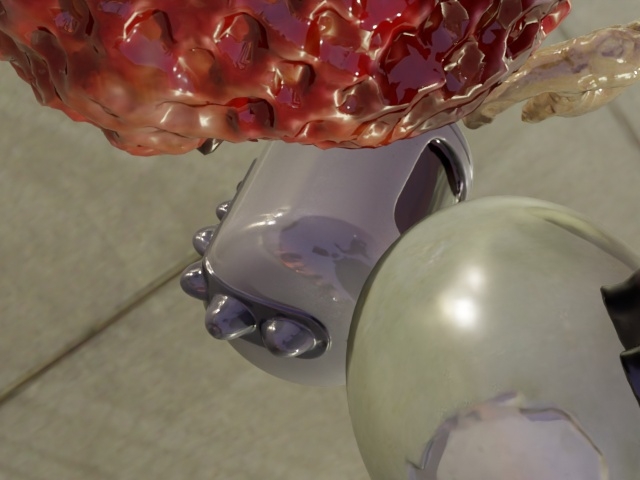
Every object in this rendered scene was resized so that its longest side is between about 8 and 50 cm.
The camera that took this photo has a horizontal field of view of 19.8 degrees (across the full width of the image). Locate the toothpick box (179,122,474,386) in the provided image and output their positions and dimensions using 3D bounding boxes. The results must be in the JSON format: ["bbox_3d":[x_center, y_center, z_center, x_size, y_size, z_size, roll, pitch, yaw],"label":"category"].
[{"bbox_3d":[0.000,0.000,1.764,0.229,0.229,0.316,42,42,-14],"label":"toothpick box"}]

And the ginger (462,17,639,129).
[{"bbox_3d":[0.230,-0.140,1.446,0.258,0.149,0.065,-18,92,-48],"label":"ginger"}]

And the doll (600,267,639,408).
[{"bbox_3d":[0.234,0.004,0.674,0.182,0.257,0.117,-91,159,-63],"label":"doll"}]

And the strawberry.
[{"bbox_3d":[-0.028,-0.166,0.716,0.292,0.291,0.310,62,7,4],"label":"strawberry"}]

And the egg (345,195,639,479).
[{"bbox_3d":[0.165,0.130,1.434,0.278,0.278,0.336,23,28,-27],"label":"egg"}]
